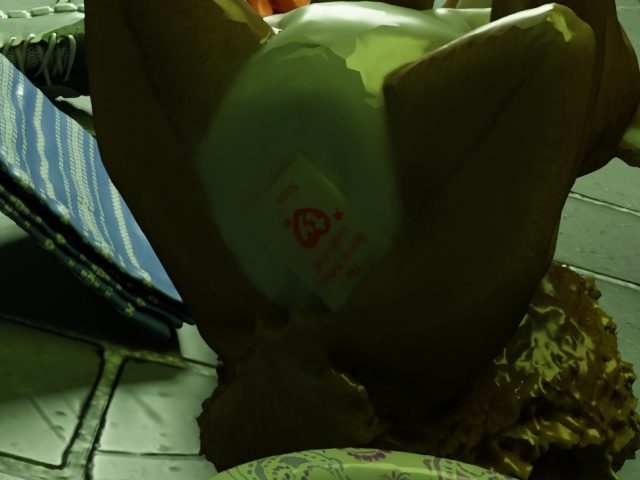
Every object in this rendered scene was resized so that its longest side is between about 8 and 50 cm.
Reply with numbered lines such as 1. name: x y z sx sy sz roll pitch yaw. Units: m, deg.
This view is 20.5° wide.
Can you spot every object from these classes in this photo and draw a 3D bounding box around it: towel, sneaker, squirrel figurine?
1. towel: -0.216 -0.089 1.192 0.336 0.040 0.243 44 11 -28
2. sneaker: -0.255 -0.136 1.435 0.228 0.086 0.132 5 30 -3
3. squirrel figurine: 0.075 -0.021 1.065 0.281 0.397 0.370 9 18 25

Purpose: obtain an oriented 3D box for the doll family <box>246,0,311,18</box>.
1. doll family: -0.069 -0.139 1.542 0.163 0.118 0.263 21 42 -6

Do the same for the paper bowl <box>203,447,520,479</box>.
1. paper bowl: 0.034 0.227 0.734 0.284 0.148 0.284 10 32 -6
